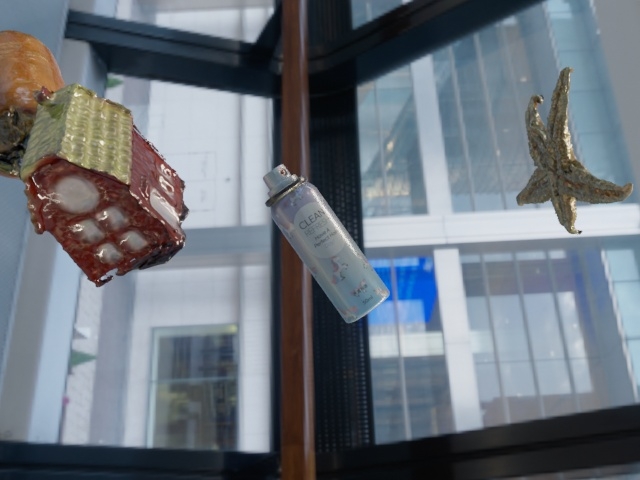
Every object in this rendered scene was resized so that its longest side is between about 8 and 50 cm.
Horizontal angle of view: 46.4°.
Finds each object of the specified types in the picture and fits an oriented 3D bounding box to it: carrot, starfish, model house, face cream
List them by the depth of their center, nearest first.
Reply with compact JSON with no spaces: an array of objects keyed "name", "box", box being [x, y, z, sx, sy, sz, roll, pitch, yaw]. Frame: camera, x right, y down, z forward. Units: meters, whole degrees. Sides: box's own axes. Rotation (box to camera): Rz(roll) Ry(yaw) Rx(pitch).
[{"name":"face cream","box":[0.000,0.000,1.012,0.229,0.075,0.075,54,1,-1]},{"name":"starfish","box":[0.332,-0.117,1.032,0.295,0.048,0.231,-153,-127,-81]},{"name":"model house","box":[-0.325,-0.090,1.061,0.254,0.160,0.196,53,16,-37]},{"name":"carrot","box":[-0.552,-0.214,1.360,0.214,0.193,0.331,-54,-134,22]}]
